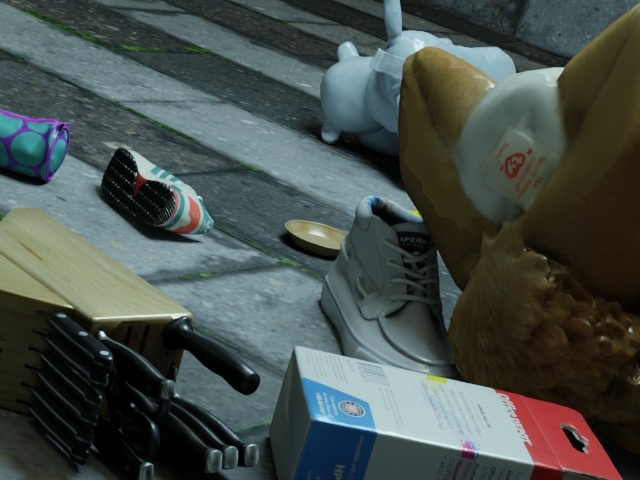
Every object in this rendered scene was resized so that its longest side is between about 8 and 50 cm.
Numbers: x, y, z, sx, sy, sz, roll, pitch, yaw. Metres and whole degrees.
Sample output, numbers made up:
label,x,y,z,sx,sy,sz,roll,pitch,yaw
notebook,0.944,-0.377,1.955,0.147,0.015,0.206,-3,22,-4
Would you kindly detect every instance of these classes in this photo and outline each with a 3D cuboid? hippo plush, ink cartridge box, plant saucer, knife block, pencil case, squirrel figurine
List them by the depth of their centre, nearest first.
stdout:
label,x,y,z,sx,sy,sz,roll,pitch,yaw
ink cartridge box,0.087,0.156,1.139,0.231,0.078,0.134,13,17,-11
knife block,-0.150,0.077,1.158,0.242,0.088,0.276,17,15,-2
squirrel figurine,0.284,0.021,1.420,0.281,0.397,0.370,-14,-26,42
pencil case,-0.340,-0.115,1.655,0.151,0.070,0.064,19,16,8
plant saucer,0.000,0.000,1.703,0.083,0.015,0.083,15,16,-4
hippo plush,0.101,-0.172,2.151,0.294,0.234,0.236,23,-22,-37

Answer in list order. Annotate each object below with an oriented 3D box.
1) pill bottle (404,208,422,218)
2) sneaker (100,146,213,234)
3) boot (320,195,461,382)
label,x,y,z,sx,sy,sz,roll,pitch,yaw
pill bottle,0.094,-0.014,1.793,0.083,0.043,0.043,6,19,-31
sneaker,-0.168,-0.044,1.639,0.075,0.057,0.161,25,6,-38
boot,0.069,0.043,1.425,0.095,0.123,0.258,9,17,-23
